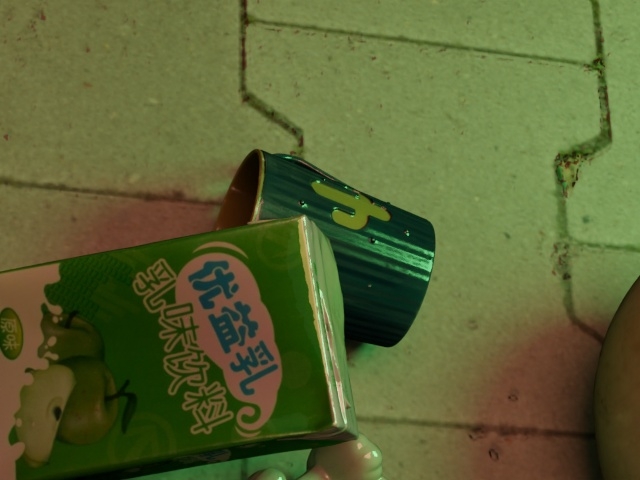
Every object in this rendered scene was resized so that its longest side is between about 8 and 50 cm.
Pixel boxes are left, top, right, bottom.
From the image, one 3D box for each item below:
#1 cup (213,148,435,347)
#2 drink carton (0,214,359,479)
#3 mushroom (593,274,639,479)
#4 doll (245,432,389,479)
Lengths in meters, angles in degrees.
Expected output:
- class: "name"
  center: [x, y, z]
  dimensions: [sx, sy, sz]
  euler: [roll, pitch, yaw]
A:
- class: "cup"
  center: [0.000, 0.000, 1.498]
  dimensions: [0.155, 0.131, 0.176]
  euler: [19, 35, -13]
- class: "drink carton"
  center: [-0.118, 0.083, 1.341]
  dimensions: [0.271, 0.108, 0.161]
  euler: [-10, 79, 8]
- class: "mushroom"
  center: [0.400, 0.140, 1.469]
  dimensions: [0.362, 0.294, 0.362]
  euler: [-6, 75, 21]
- class: "doll"
  center: [-0.042, 0.263, 1.337]
  dimensions: [0.271, 0.144, 0.208]
  euler: [-13, 85, -38]
